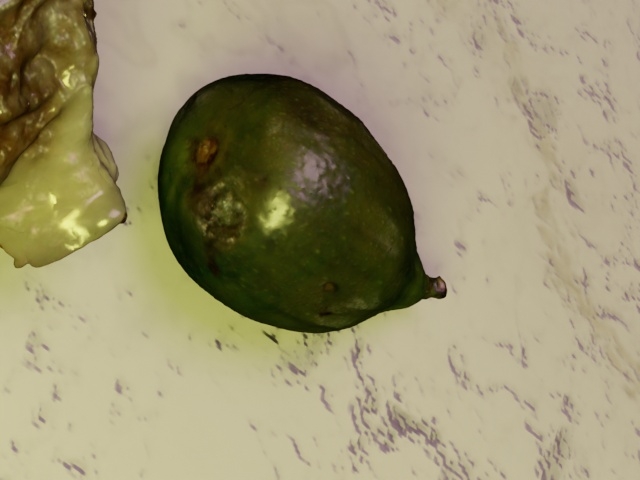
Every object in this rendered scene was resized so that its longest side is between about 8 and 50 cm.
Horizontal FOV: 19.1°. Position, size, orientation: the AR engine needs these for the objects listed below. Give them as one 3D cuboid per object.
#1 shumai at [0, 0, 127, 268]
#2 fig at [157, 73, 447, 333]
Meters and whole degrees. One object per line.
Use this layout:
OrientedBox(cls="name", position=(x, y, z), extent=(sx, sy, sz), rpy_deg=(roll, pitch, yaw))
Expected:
OrientedBox(cls="shumai", position=(-0.134, -0.043, 0.776), extent=(0.116, 0.145, 0.145), rpy_deg=(58, 44, -12))
OrientedBox(cls="fig", position=(0.000, 0.000, 0.890), extent=(0.177, 0.117, 0.117), rpy_deg=(45, 41, -43))
